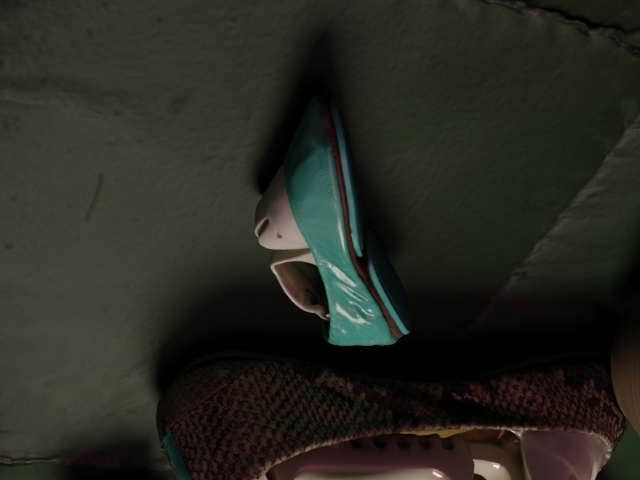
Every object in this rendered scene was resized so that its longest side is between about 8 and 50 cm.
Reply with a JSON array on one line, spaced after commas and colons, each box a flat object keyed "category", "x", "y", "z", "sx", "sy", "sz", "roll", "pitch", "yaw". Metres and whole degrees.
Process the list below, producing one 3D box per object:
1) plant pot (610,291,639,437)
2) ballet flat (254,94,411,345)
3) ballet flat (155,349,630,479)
[{"category": "plant pot", "x": 0.327, "y": 0.108, "z": 1.243, "sx": 0.237, "sy": 0.237, "sz": 0.109, "roll": 22, "pitch": 163, "yaw": -40}, {"category": "ballet flat", "x": 0.000, "y": 0.000, "z": 1.039, "sx": 0.087, "sy": 0.083, "sz": 0.247, "roll": -12, "pitch": 139, "yaw": 8}, {"category": "ballet flat", "x": 0.098, "y": 0.191, "z": 1.209, "sx": 0.482, "sy": 0.182, "sz": 0.164, "roll": 3, "pitch": 136, "yaw": -28}]
